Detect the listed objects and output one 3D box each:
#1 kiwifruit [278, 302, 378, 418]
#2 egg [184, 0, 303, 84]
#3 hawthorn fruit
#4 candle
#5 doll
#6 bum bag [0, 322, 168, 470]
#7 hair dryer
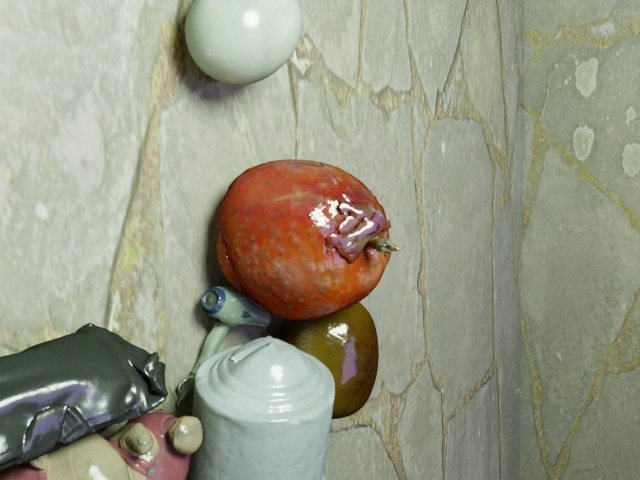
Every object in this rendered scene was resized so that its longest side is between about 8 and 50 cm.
[{"bbox_3d":[0.014,0.206,0.995,0.196,0.196,0.233,18,75,-52],"label":"kiwifruit"},{"bbox_3d":[-0.106,-0.316,0.788,0.209,0.151,0.151,-53,133,-38],"label":"egg"},{"bbox_3d":[0.000,0.000,0.845,0.276,0.308,0.275,-6,98,-50],"label":"hawthorn fruit"},{"bbox_3d":[-0.088,0.285,0.813,0.221,0.222,0.342,-13,118,-50],"label":"candle"},{"bbox_3d":[-0.272,0.318,0.666,0.256,0.152,0.196,-7,75,-45],"label":"doll"},{"bbox_3d":[-0.334,0.180,0.608,0.327,0.142,0.079,-10,138,-47],"label":"bum bag"},{"bbox_3d":[-0.153,0.173,0.895,0.167,0.068,0.199,12,97,-58],"label":"hair dryer"}]
